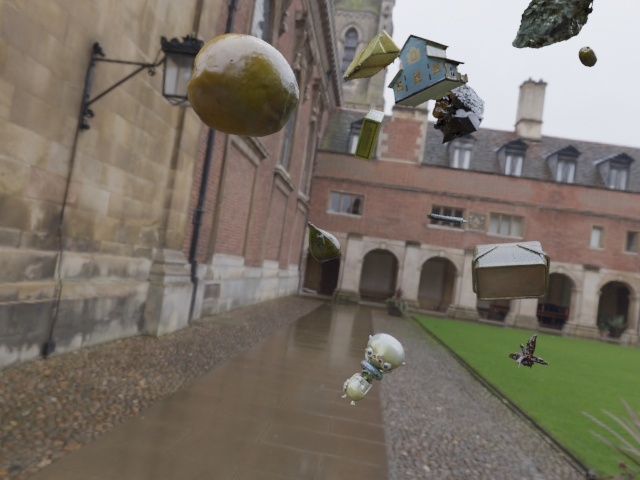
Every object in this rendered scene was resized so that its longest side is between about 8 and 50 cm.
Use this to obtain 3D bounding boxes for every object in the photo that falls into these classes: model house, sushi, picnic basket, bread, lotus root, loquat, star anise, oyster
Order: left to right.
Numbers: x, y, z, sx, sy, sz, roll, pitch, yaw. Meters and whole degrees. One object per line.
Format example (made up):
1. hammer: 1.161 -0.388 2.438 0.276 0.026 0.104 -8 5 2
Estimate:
1. loquat: -0.210 -0.410 1.313 0.283 0.276 0.276 37 3 12
2. bread: 0.216 -0.770 2.051 0.178 0.142 0.266 0 -2 -25
3. model house: 0.375 -0.613 1.708 0.178 0.207 0.271 -8 -4 -38
4. sushi: 0.619 -0.608 2.210 0.212 0.227 0.215 43 -26 -21
5. picnic basket: 0.686 0.111 1.764 0.266 0.165 0.139 -5 31 19
6. star anise: 0.865 0.485 2.065 0.144 0.141 0.158 27 -58 -35
7. oyster: 0.750 -0.713 1.559 0.198 0.112 0.268 25 -27 11
8. lotus root: 0.923 -0.629 1.674 0.099 0.054 0.049 23 -55 -40

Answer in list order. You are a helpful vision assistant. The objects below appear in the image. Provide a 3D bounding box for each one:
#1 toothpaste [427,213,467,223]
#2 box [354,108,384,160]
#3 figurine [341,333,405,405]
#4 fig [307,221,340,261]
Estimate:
1. toothpaste: 0.446 -0.075 1.709 0.139 0.021 0.037 10 -21 21
2. box: 0.175 -0.377 1.718 0.064 0.141 0.220 16 25 6
3. figurine: 0.264 0.668 2.470 0.226 0.394 0.274 35 -13 25
4. fig: 0.012 -0.002 2.142 0.133 0.185 0.126 -14 0 40
